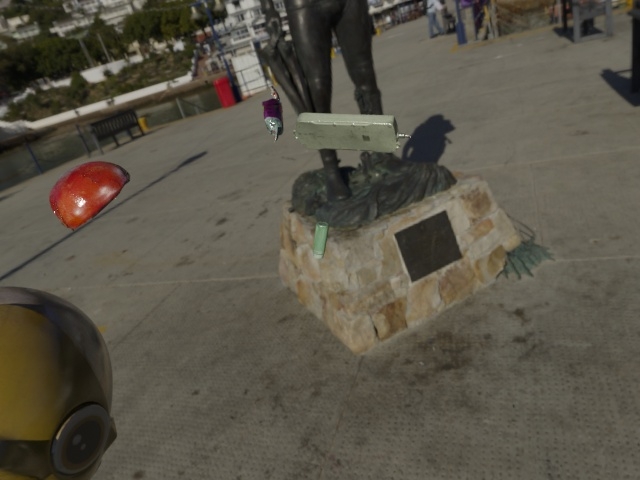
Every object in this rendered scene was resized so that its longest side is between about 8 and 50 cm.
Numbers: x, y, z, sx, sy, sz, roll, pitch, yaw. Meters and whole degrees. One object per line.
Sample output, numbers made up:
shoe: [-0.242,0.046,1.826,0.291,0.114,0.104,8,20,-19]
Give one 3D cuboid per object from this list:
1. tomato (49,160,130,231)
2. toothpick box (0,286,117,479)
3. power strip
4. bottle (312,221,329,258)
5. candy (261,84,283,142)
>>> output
tomato: [-0.501,-0.111,0.991,0.173,0.099,0.189,-48,30,-14]
toothpick box: [-0.588,0.326,0.842,0.409,0.409,0.425,-20,38,-7]
power strip: [0.057,-0.204,0.875,0.227,0.080,0.029,7,62,18]
bottle: [0.000,0.000,1.074,0.030,0.083,0.030,7,21,-3]
candy: [-0.099,-0.262,0.963,0.043,0.045,0.175,-9,46,2]
